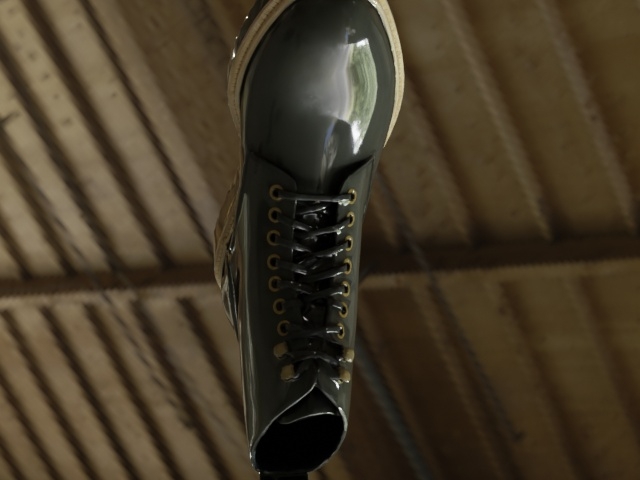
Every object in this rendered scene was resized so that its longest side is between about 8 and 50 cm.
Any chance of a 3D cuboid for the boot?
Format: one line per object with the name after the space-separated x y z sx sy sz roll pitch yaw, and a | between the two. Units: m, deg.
0.000 0.000 0.685 0.077 0.137 0.198 0 -43 -8 | boot
